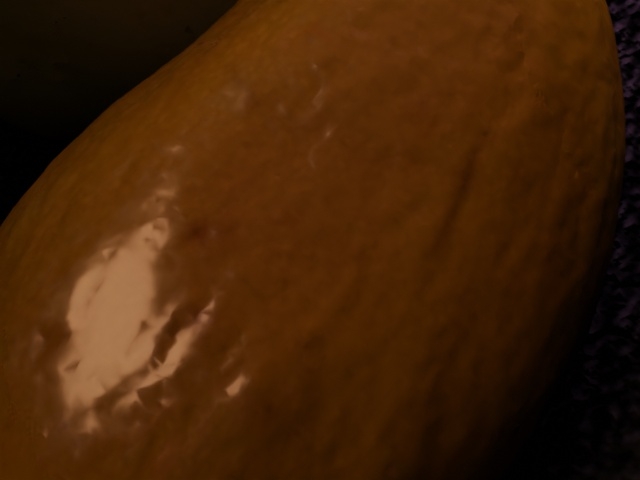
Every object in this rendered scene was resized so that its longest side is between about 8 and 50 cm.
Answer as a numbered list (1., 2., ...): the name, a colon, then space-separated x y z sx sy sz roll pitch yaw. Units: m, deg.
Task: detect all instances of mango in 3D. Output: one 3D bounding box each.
1. mango: 0.005 0.007 0.467 0.195 0.142 0.332 40 76 8

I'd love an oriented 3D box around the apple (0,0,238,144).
1. apple: -0.105 -0.230 0.624 0.357 0.357 0.357 -17 47 19
